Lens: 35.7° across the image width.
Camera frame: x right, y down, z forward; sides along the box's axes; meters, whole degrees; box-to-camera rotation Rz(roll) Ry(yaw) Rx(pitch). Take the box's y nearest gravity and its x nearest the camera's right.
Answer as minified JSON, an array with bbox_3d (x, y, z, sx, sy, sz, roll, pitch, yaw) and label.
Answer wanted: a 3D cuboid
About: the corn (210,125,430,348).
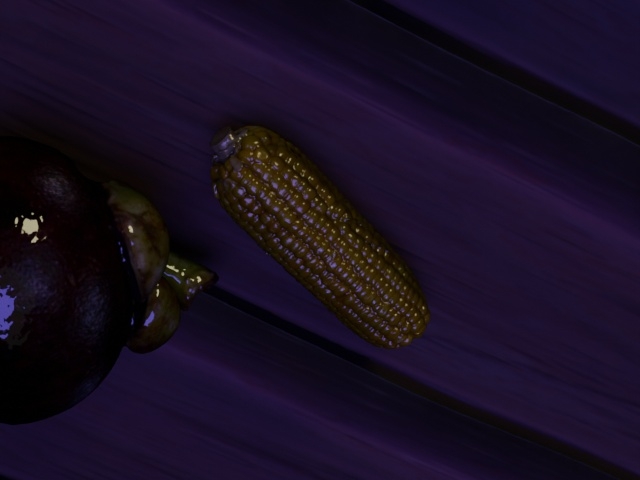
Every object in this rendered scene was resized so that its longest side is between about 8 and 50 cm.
[{"bbox_3d":[0.000,0.000,0.692,0.068,0.068,0.207,-37,109,19],"label":"corn"}]

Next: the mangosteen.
[{"bbox_3d":[-0.181,0.021,0.657,0.230,0.194,0.194,-12,120,-22],"label":"mangosteen"}]
